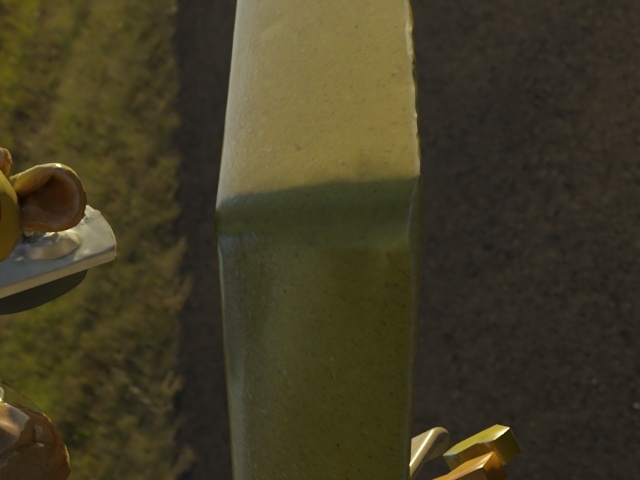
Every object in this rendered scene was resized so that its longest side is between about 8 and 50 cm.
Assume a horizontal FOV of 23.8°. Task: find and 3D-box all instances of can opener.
[{"bbox_3d":[-0.242,0.038,0.870,0.076,0.283,0.095,41,133,29],"label":"can opener"}]

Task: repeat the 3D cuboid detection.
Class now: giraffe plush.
[{"bbox_3d":[-0.191,0.025,0.709,0.210,0.181,0.170,0,70,58],"label":"giraffe plush"}]

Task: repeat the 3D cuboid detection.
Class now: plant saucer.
[{"bbox_3d":[0.000,0.000,0.740,0.332,0.081,0.333,-88,-2,-48],"label":"plant saucer"}]

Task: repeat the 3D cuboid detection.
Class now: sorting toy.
[{"bbox_3d":[0.010,0.190,1.078,0.307,0.041,0.229,-30,1,27],"label":"sorting toy"}]
